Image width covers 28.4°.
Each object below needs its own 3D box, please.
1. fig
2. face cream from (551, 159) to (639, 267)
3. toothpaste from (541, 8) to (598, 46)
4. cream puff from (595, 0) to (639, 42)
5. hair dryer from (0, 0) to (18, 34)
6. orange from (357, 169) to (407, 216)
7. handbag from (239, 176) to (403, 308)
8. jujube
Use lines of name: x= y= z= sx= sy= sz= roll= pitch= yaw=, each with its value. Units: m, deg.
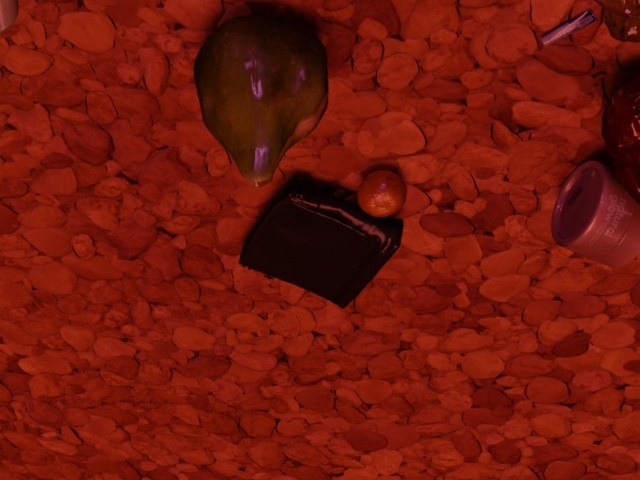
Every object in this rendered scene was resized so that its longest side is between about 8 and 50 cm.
fig: x=-0.091 y=-0.189 z=1.801 sx=0.206 sy=0.275 sz=0.206 roll=4 pitch=141 yaw=4
face cream: x=0.451 y=-0.042 z=2.015 sx=0.104 sy=0.149 sz=0.149 roll=21 pitch=138 yaw=-17
toothpaste: x=0.357 y=-0.304 z=1.817 sx=0.083 sy=0.015 sz=0.024 roll=-28 pitch=129 yaw=27
cream puff: x=0.479 y=-0.335 z=1.652 sx=0.244 sy=0.196 sz=0.244 roll=-21 pitch=157 yaw=-9
hair dryer: x=-0.354 y=-0.368 z=1.768 sx=0.357 sy=0.108 sz=0.173 roll=2 pitch=143 yaw=-5
orange: x=0.101 y=-0.078 z=2.073 sx=0.083 sy=0.070 sz=0.083 roll=-5 pitch=131 yaw=-5
handbag: x=0.000 y=0.000 z=2.182 sx=0.223 sy=0.080 sz=0.247 roll=25 pitch=140 yaw=-12
jujube: x=0.512 y=-0.144 z=1.873 sx=0.174 sy=0.174 sz=0.250 roll=-16 pitch=140 yaw=24
